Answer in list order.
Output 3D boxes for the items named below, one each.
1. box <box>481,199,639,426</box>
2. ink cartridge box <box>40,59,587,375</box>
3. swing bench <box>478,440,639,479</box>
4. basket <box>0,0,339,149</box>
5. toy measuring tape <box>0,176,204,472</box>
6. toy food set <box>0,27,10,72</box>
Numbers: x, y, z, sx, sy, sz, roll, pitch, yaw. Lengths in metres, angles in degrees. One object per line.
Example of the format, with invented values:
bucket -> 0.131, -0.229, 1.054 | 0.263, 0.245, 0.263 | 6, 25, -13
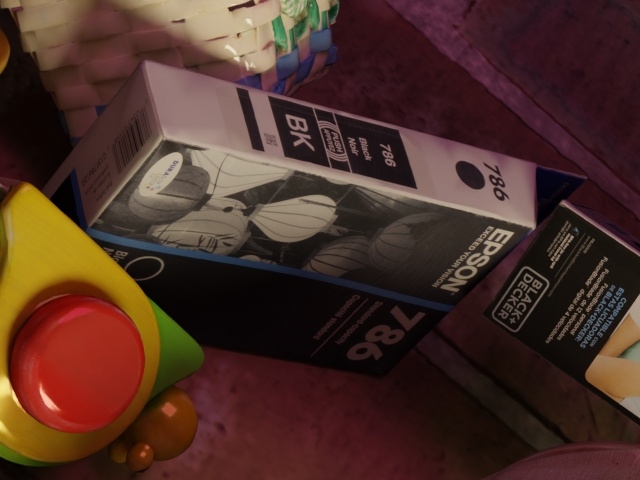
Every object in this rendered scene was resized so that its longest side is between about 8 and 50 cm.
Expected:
box -> 0.251, 0.092, 1.166 | 0.290, 0.087, 0.169 | 36, 7, 13
ink cartridge box -> 0.000, 0.000, 1.124 | 0.332, 0.165, 0.065 | 10, 47, -35
swing bench -> 0.150, 0.224, 0.989 | 0.255, 0.165, 0.253 | 51, 22, 11
basket -> -0.095, -0.210, 1.144 | 0.255, 0.201, 0.289 | -48, 121, -67
toy measuring tape -> -0.182, 0.018, 0.941 | 0.330, 0.121, 0.121 | 46, 31, -30
toy food set -> -0.263, -0.073, 1.043 | 0.128, 0.071, 0.218 | 24, 31, 15
